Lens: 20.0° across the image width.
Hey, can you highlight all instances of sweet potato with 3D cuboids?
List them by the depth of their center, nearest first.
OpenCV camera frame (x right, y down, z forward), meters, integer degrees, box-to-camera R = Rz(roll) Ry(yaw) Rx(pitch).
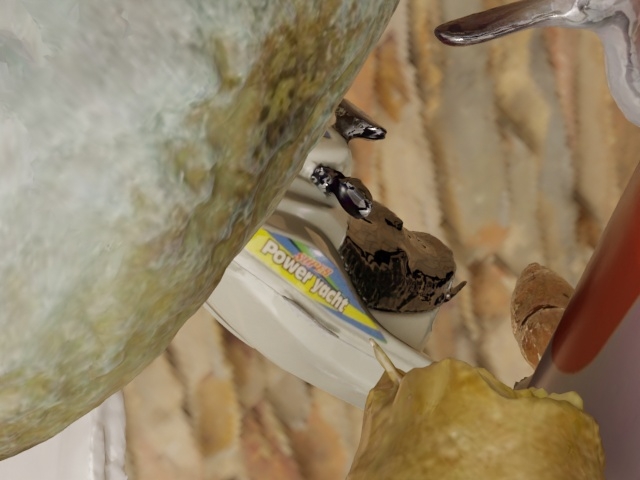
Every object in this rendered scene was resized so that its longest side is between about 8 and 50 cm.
[{"bbox_3d":[0.158,0.062,1.232,0.058,0.055,0.202,33,-166,-10],"label":"sweet potato"}]

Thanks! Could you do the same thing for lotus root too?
[{"bbox_3d":[-0.070,-0.073,0.440,0.175,0.350,0.175,26,177,2],"label":"lotus root"}]

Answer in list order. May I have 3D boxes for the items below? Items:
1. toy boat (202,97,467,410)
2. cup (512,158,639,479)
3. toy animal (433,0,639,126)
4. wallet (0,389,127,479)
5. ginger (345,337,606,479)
[{"bbox_3d":[-0.002,0.007,0.986,0.140,0.141,0.269,21,159,36],"label":"toy boat"},{"bbox_3d":[0.186,-0.024,0.565,0.203,0.203,0.288,30,119,25],"label":"cup"},{"bbox_3d":[0.239,-0.079,1.033,0.195,0.090,0.324,-35,134,23],"label":"toy animal"},{"bbox_3d":[-0.128,0.097,0.658,0.183,0.032,0.124,-8,77,45],"label":"wallet"},{"bbox_3d":[0.069,0.219,0.459,0.166,0.236,0.375,34,-166,-48],"label":"ginger"}]
